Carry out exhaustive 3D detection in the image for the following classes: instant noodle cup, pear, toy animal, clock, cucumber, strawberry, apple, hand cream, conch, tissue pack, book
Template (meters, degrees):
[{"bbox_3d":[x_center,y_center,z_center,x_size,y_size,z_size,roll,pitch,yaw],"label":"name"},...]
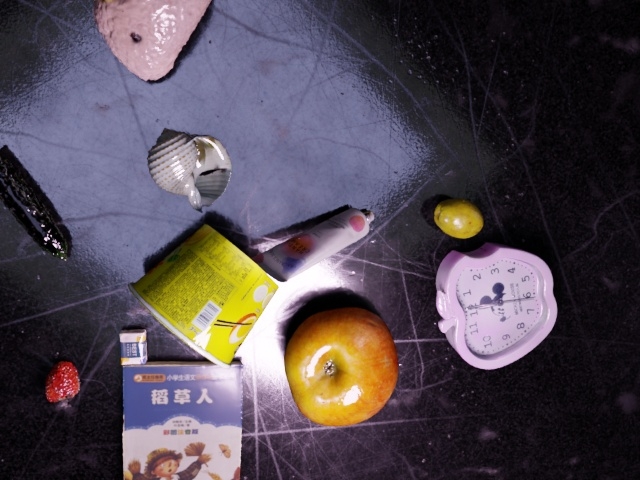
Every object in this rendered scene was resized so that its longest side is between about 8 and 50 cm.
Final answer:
[{"bbox_3d":[-0.252,0.119,1.341,0.311,0.311,0.221,44,81,-14],"label":"instant noodle cup"},{"bbox_3d":[0.360,-0.058,1.494,0.132,0.107,0.107,13,97,-8],"label":"pear"},{"bbox_3d":[-0.358,-0.542,1.243,0.227,0.188,0.358,30,93,-19],"label":"toy animal"},{"bbox_3d":[0.458,0.169,1.557,0.339,0.102,0.338,-2,100,-9],"label":"clock"},{"bbox_3d":[-0.675,-0.077,1.330,0.072,0.072,0.300,-34,105,-3],"label":"cucumber"},{"bbox_3d":[-0.628,0.344,1.410,0.083,0.083,0.096,-10,69,-8],"label":"strawberry"},{"bbox_3d":[0.055,0.314,1.425,0.302,0.301,0.301,-2,100,-10],"label":"apple"},{"bbox_3d":[0.000,0.000,1.403,0.341,0.124,0.077,-27,133,-32],"label":"hand cream"},{"bbox_3d":[-0.312,-0.173,1.348,0.172,0.131,0.199,-34,135,-27],"label":"conch"},{"bbox_3d":[-0.465,0.265,1.440,0.062,0.042,0.083,0,99,-8],"label":"tissue pack"},{"bbox_3d":[-0.356,0.519,1.505,0.300,0.039,0.427,1,100,-10],"label":"book"}]
